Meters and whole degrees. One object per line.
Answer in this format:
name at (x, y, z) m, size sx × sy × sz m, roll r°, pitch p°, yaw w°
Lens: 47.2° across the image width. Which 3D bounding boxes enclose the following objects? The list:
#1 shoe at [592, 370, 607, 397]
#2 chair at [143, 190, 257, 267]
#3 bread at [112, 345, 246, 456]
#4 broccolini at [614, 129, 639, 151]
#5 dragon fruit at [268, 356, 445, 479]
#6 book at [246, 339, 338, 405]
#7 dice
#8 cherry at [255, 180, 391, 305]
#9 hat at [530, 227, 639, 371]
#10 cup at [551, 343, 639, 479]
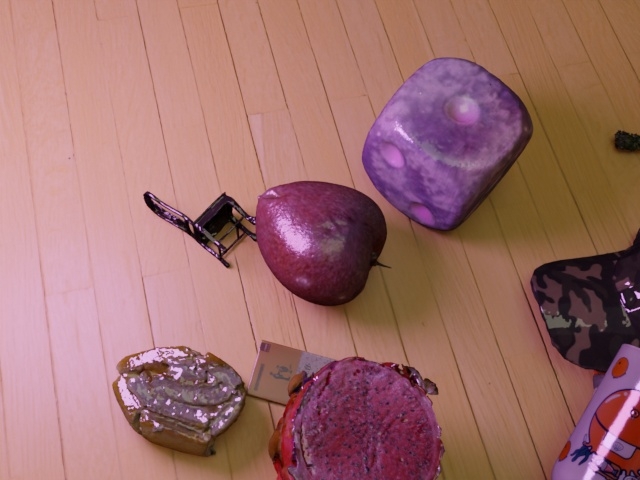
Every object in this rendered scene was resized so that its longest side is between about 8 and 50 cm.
shoe at (0.652, 0.295, 1.508) m, size 0.194 × 0.074 × 0.077 m, roll -2°, pitch 61°, yaw -4°
chair at (-0.252, -0.056, 1.558) m, size 0.229 × 0.106 × 0.113 m, roll 38°, pitch 69°, yaw 10°
bread at (-0.270, 0.300, 1.389) m, size 0.257 × 0.124 × 0.186 m, roll 10°, pitch 66°, yaw 1°
broccolini at (0.826, -0.224, 1.769) m, size 0.239 × 0.054 × 0.051 m, roll 11°, pitch 51°, yaw -3°
dragon fruit at (0.029, 0.371, 1.314) m, size 0.314 × 0.263 × 0.296 m, roll 4°, pitch 64°, yaw -19°
book at (-0.052, 0.278, 1.480) m, size 0.172 × 0.012 × 0.118 m, roll 15°, pitch 65°, yaw 1°
dice at (0.268, -0.204, 1.582) m, size 0.270 × 0.271 × 0.270 m, roll 40°, pitch 69°, yaw 11°
cherry at (0.000, 0.000, 1.490) m, size 0.307 × 0.221 × 0.261 m, roll 29°, pitch 52°, yaw 0°
hat at (0.653, 0.098, 1.503) m, size 0.381 × 0.257 × 0.366 m, roll 5°, pitch 51°, yaw -22°
cup at (0.579, 0.382, 1.352) m, size 0.212 × 0.212 × 0.317 m, roll 31°, pitch 89°, yaw 8°
